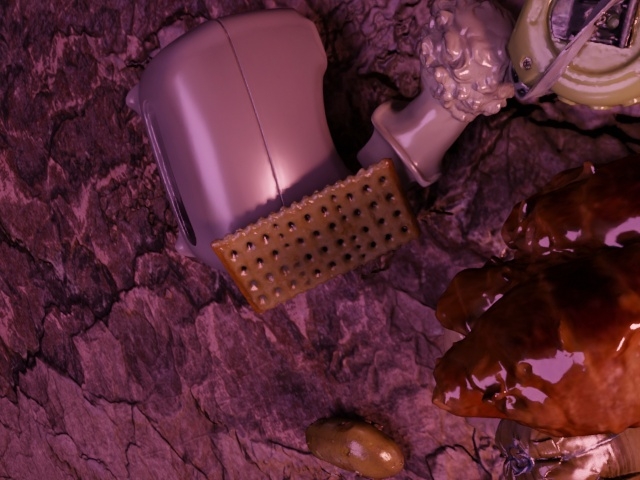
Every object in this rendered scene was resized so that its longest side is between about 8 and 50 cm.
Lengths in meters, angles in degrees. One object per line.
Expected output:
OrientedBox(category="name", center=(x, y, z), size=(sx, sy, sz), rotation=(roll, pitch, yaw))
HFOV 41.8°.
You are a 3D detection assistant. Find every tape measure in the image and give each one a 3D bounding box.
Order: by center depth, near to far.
OrientedBox(category="tape measure", center=(0.264, -0.211, 0.781), size=(0.175, 0.106, 0.200), rotation=(27, 109, 25))

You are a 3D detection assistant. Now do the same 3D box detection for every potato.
OrientedBox(category="potato", center=(0.047, 0.318, 1.311), size=(0.188, 0.085, 0.105), rotation=(-5, 128, 50))

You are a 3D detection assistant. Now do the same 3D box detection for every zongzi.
OrientedBox(category="zongzi", center=(0.324, 0.248, 0.868), size=(0.274, 0.251, 0.125), rotation=(64, 155, -3))

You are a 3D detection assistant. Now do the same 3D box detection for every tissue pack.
OrientedBox(category="tissue pack", center=(-0.098, -0.117, 1.082), size=(0.229, 0.236, 0.333), rotation=(16, 125, 69))

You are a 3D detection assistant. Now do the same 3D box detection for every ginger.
OrientedBox(category="ginger", center=(0.250, 0.041, 0.793), size=(0.274, 0.357, 0.152), rotation=(20, 153, 43))

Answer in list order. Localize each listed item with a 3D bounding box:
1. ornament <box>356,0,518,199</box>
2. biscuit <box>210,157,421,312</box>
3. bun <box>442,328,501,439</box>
OrientedBox(category="ornament", center=(0.133, -0.147, 0.952), size=(0.130, 0.120, 0.285), rotation=(43, 137, 15))
OrientedBox(category="biscuit", center=(0.000, 0.000, 0.998), size=(0.016, 0.231, 0.139), rotation=(-111, -5, -50))
OrientedBox(category="bun", center=(0.226, 0.151, 1.007), size=(0.178, 0.128, 0.193), rotation=(-9, 101, 49))
